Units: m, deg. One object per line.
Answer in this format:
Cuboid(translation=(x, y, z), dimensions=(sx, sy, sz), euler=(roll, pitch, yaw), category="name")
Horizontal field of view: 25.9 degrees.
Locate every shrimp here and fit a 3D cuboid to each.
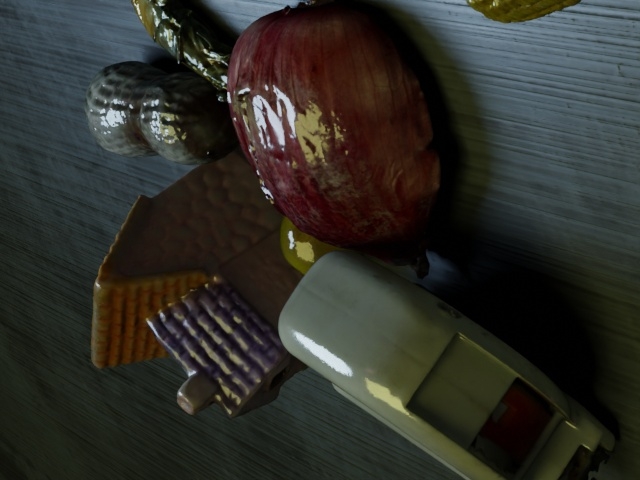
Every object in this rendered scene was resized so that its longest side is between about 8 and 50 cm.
Cuboid(translation=(-0.128, -0.230, 1.361), dimensions=(0.217, 0.051, 0.150), euler=(45, 145, 25), category="shrimp")

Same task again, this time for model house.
Cuboid(translation=(-0.115, 0.072, 1.475), dimensions=(0.237, 0.237, 0.202), euler=(48, 151, 13), category="model house")

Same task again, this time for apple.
Cuboid(translation=(0.000, 0.000, 1.372), dimensions=(0.089, 0.074, 0.089), euler=(36, -178, -2), category="apple")

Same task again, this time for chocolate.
Cuboid(translation=(-0.171, -0.133, 1.474), dimensions=(0.248, 0.110, 0.110), euler=(13, 132, 55), category="chocolate")

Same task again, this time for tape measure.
Cuboid(translation=(0.108, 0.123, 1.243), dimensions=(0.258, 0.130, 0.265), euler=(33, 174, 40), category="tape measure")

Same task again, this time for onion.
Cuboid(translation=(0.012, -0.070, 1.242), dimensions=(0.227, 0.120, 0.283), euler=(6, 127, 62), category="onion")

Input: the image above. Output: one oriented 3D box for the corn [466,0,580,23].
Cuboid(translation=(0.164, -0.194, 0.897), dimensions=(0.080, 0.080, 0.238), euler=(59, 154, -9), category="corn")
